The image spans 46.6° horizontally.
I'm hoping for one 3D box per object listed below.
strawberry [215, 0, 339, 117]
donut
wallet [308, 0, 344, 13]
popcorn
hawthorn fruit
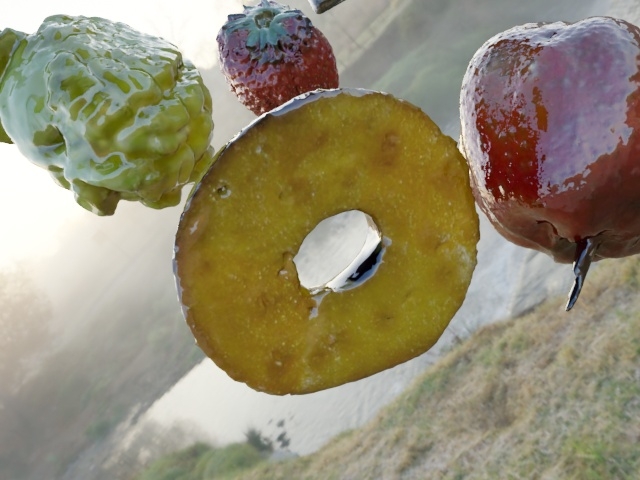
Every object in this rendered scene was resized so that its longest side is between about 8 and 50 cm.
[{"bbox_3d":[-0.095,-0.376,1.659,0.238,0.288,0.250,-23,48,-10],"label":"strawberry"},{"bbox_3d":[0.000,0.000,0.706,0.303,0.303,0.110,-48,25,-7],"label":"donut"},{"bbox_3d":[0.020,-0.429,1.177,0.118,0.039,0.153,-29,45,7],"label":"wallet"},{"bbox_3d":[-0.236,-0.152,0.822,0.225,0.286,0.174,-29,-38,-52],"label":"popcorn"},{"bbox_3d":[0.256,-0.075,0.768,0.254,0.254,0.300,-22,52,65],"label":"hawthorn fruit"}]
